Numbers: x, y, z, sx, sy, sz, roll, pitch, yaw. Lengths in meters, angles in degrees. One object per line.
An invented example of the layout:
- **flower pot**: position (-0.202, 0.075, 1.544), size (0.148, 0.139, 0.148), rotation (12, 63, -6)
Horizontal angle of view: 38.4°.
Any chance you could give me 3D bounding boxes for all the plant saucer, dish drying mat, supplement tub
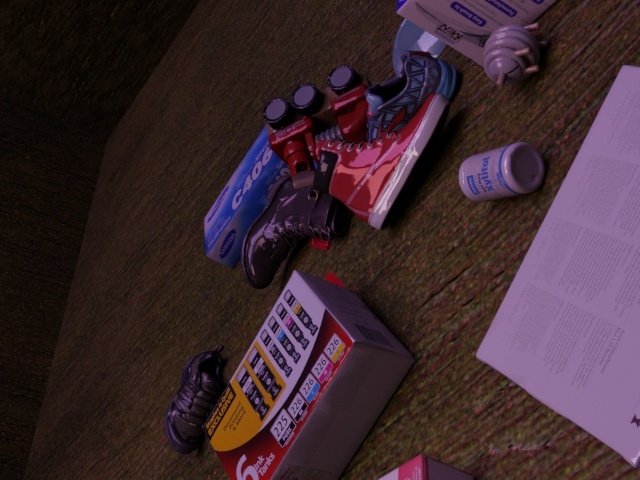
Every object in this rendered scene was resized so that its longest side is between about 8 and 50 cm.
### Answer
- **plant saucer**: position (0.184, -0.390, 1.717), size (0.195, 0.037, 0.195), rotation (-44, 32, 38)
- **dish drying mat**: position (0.000, 0.000, 1.755), size (0.083, 0.008, 0.032), rotation (11, 76, 65)
- **supplement tub**: position (0.249, -0.093, 1.263), size (0.107, 0.071, 0.071), rotation (-13, 56, 60)

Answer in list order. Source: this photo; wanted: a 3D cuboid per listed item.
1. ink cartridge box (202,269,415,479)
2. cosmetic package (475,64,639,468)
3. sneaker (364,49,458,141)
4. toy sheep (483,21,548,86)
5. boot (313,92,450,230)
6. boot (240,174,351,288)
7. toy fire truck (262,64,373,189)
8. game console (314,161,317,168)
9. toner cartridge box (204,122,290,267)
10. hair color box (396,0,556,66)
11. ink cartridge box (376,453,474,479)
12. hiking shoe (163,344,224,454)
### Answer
- **ink cartridge box**: position (-0.042, 0.220, 1.419), size (0.310, 0.130, 0.272), rotation (-60, 38, 12)
- **cosmetic package**: position (0.343, 0.016, 0.936), size (0.377, 0.097, 0.284), rotation (-64, 22, 4)
- **sneaker**: position (0.115, -0.217, 1.583), size (0.262, 0.125, 0.104), rotation (-55, 25, 20)
- **toy sheep**: position (0.282, -0.273, 1.351), size (0.091, 0.091, 0.132), rotation (-34, 20, 49)
- **boot**: position (0.091, -0.163, 1.515), size (0.244, 0.176, 0.088), rotation (-59, -16, 14)
- **boot**: position (-0.039, -0.023, 1.746), size (0.229, 0.091, 0.263), rotation (9, 77, 55)
- **toy fire truck**: position (0.011, -0.180, 1.685), size (0.217, 0.158, 0.246), rotation (-24, 56, 16)
- **game console**: position (-0.026, -0.136, 1.860), size (0.122, 0.071, 0.107), rotation (-5, 62, 63)
- **toner cartridge box**: position (-0.147, -0.121, 2.088), size (0.348, 0.075, 0.165), rotation (-54, 25, 24)
- **hair color box**: position (0.287, -0.434, 1.371), size (0.339, 0.185, 0.110), rotation (-42, 33, 40)
- **ink cartridge box**: position (0.089, 0.380, 1.113), size (0.218, 0.092, 0.159), rotation (-41, 33, 39)
- **hiking shoe**: position (-0.252, 0.319, 1.869), size (0.114, 0.086, 0.227), rotation (-42, 32, 47)
